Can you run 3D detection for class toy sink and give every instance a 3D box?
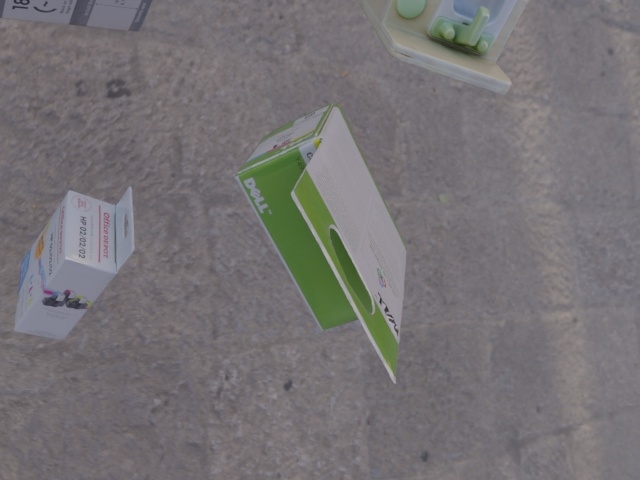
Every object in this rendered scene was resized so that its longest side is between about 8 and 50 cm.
[{"bbox_3d":[0.146,-0.292,0.768,0.153,0.131,0.234,13,34,-18],"label":"toy sink"}]

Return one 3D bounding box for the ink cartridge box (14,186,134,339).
[{"bbox_3d":[-0.282,0.019,0.761,0.061,0.181,0.104,20,39,-36],"label":"ink cartridge box"}]

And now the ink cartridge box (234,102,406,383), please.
[{"bbox_3d":[0.000,0.000,0.629,0.188,0.097,0.255,62,19,-19],"label":"ink cartridge box"}]

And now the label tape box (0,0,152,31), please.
[{"bbox_3d":[-0.312,-0.331,0.644,0.334,0.240,0.106,-5,68,-34],"label":"label tape box"}]
